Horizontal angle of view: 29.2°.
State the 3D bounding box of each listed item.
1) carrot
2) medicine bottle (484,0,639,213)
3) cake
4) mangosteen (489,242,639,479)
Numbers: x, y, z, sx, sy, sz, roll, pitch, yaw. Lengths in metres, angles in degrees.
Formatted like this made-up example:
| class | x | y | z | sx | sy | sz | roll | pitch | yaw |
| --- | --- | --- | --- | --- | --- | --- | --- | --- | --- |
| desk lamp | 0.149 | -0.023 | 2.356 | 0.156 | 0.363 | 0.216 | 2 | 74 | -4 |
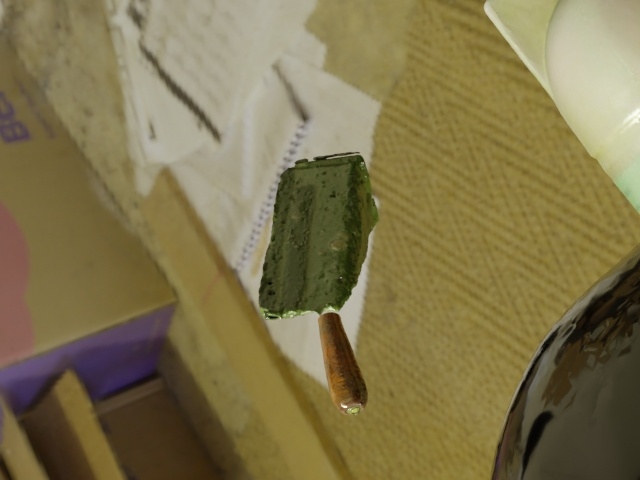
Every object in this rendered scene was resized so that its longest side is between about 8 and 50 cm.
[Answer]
| class | x | y | z | sx | sy | sz | roll | pitch | yaw |
| --- | --- | --- | --- | --- | --- | --- | --- | --- | --- |
| carrot | 0.017 | 0.104 | 1.043 | 0.032 | 0.032 | 0.093 | 118 | 145 | -49 |
| medicine bottle | 0.378 | -0.159 | 1.278 | 0.406 | 0.236 | 0.236 | 53 | 145 | 9 |
| cake | 0.002 | 0.020 | 1.324 | 0.100 | 0.235 | 0.099 | -8 | 132 | 15 |
| mangosteen | 0.260 | 0.155 | 0.646 | 0.435 | 0.382 | 0.382 | 147 | 101 | -84 |
